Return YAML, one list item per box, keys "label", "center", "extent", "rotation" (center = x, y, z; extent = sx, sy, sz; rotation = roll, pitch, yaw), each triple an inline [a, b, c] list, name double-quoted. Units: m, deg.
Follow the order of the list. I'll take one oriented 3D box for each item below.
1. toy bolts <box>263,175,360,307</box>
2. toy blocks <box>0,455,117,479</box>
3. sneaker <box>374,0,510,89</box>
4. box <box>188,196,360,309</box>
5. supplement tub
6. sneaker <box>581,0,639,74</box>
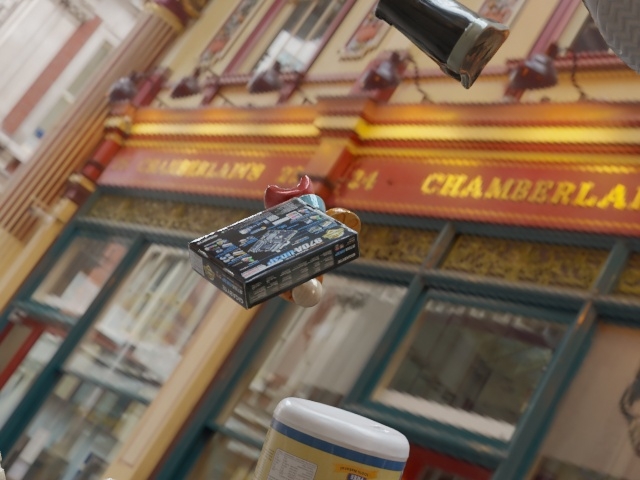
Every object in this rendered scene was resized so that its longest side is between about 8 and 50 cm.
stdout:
- label: "toy bolts"
  center: [0.000, 0.000, 2.052]
  extent: [0.158, 0.218, 0.228]
  rotation: [52, -22, 45]
- label: "toy blocks"
  center: [-0.318, 0.363, 0.934]
  extent: [0.288, 0.260, 0.309]
  rotation: [-3, -78, 24]
- label: "sneaker"
  center: [0.138, -0.239, 1.202]
  extent: [0.118, 0.083, 0.222]
  rotation: [38, 9, 10]
- label: "box"
  center: [-0.075, 0.015, 1.726]
  extent: [0.175, 0.220, 0.051]
  rotation: [31, -43, 47]
- label: "supplement tub"
  center: [-0.004, 0.273, 1.091]
  extent: [0.144, 0.200, 0.144]
  rotation: [18, -3, 1]
- label: "sneaker"
  center: [0.203, -0.268, 0.749]
  extent: [0.137, 0.210, 0.366]
  rotation: [-36, -97, 32]
